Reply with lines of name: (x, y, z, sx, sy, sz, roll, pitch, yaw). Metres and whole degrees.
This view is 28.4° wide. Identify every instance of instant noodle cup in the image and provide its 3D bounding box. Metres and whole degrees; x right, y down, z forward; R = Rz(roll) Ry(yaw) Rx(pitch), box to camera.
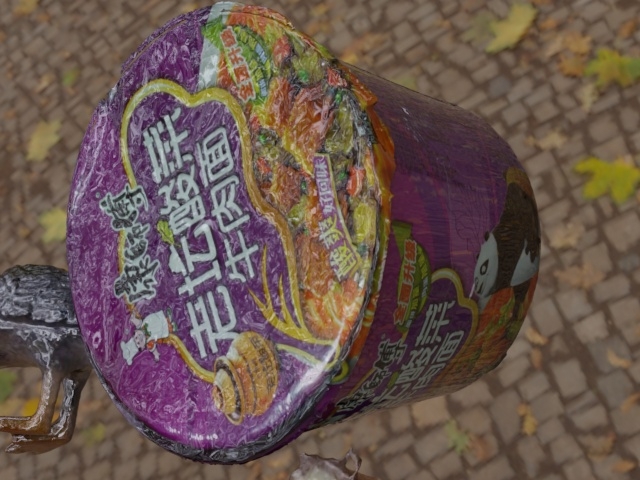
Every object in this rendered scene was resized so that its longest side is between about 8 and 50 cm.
instant noodle cup: (0.000, 0.000, 0.753, 0.251, 0.190, 0.251, -3, 86, 42)

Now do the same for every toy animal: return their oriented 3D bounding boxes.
toy animal: (-0.274, 0.109, 1.264, 0.298, 0.122, 0.185, -12, 66, 12)

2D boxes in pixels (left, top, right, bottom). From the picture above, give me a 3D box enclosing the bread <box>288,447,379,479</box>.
bread: (-0.002, 0.267, 0.873, 0.190, 0.123, 0.244, 30, 90, 51)
